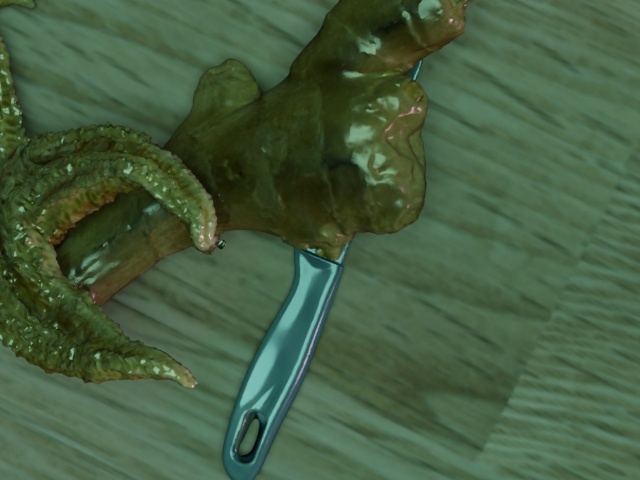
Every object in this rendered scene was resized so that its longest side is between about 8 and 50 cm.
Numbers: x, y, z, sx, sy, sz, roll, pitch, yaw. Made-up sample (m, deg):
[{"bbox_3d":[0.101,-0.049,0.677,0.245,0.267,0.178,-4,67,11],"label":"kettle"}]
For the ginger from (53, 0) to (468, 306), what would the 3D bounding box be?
[{"bbox_3d":[-0.033,-0.047,1.134,0.334,0.081,0.148,-29,88,18],"label":"ginger"}]

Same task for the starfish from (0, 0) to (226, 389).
[{"bbox_3d":[-0.204,0.008,1.143,0.302,0.060,0.299,-32,67,13],"label":"starfish"}]

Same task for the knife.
[{"bbox_3d":[0.000,0.000,1.173,0.044,0.019,0.313,22,94,5],"label":"knife"}]
